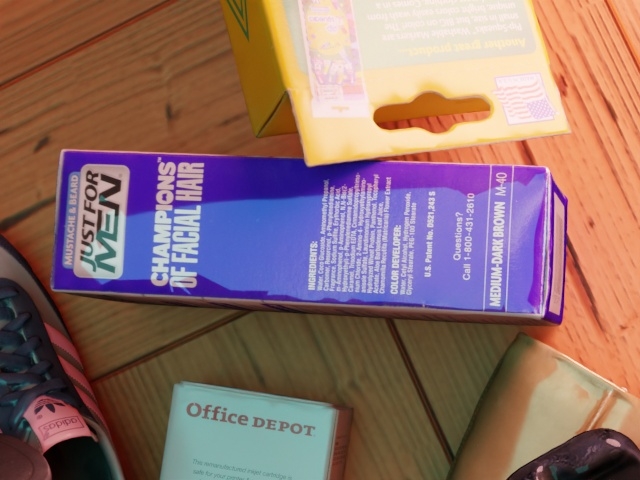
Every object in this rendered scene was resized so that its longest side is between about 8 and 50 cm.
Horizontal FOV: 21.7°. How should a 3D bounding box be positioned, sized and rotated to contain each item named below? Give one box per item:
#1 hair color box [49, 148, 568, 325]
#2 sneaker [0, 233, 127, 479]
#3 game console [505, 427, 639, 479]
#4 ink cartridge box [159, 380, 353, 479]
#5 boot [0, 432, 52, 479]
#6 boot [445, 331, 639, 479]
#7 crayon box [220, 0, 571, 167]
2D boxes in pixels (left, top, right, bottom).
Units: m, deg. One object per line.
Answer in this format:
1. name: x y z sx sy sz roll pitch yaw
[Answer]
1. hair color box: 0.000 0.000 1.186 0.338 0.185 0.110 1 86 12
2. sneaker: -0.210 0.116 1.235 0.112 0.131 0.319 -24 83 -24
3. game console: 0.258 0.291 1.125 0.213 0.044 0.361 -30 91 -8
4. ink cartridge box: -0.052 0.198 1.237 0.127 0.072 0.175 8 87 13
5. boot: -0.251 0.286 1.190 0.264 0.096 0.280 -15 106 25
6. boot: 0.176 0.236 1.179 0.236 0.089 0.269 31 88 7
7. crayon box: 0.031 -0.197 1.181 0.203 0.083 0.323 -8 73 -22
